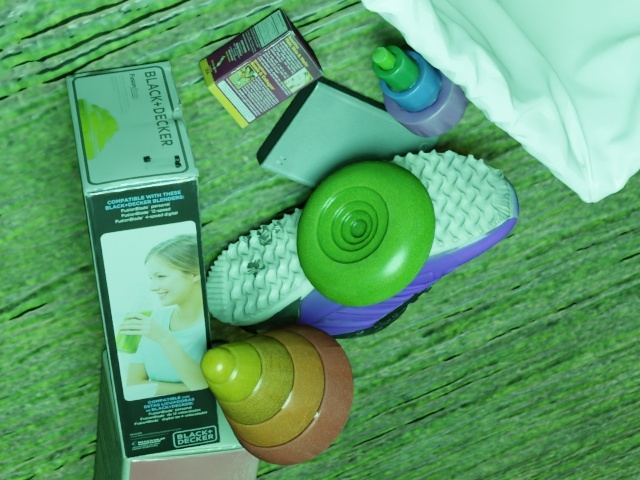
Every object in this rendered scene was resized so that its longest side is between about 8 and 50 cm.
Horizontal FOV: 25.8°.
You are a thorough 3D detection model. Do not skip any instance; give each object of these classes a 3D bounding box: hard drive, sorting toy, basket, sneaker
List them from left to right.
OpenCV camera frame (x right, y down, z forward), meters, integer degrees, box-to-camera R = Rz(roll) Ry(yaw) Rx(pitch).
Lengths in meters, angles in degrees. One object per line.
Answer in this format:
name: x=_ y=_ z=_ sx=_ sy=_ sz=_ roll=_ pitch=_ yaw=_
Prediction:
sorting toy: x=0.000 y=0.000 z=1.124 sx=0.126 sy=0.127 sz=0.365 roll=30 pitch=85 yaw=-55
hard drive: x=0.025 y=-0.082 z=1.229 sx=0.135 sy=0.022 sz=0.094 roll=20 pitch=118 yaw=-31
sneaker: x=0.054 y=0.019 z=1.256 sx=0.293 sy=0.102 sz=0.146 roll=-21 pitch=145 yaw=23
basket: x=0.161 y=-0.272 z=0.944 sx=0.328 sy=0.266 sz=0.331 roll=-45 pitch=129 yaw=11

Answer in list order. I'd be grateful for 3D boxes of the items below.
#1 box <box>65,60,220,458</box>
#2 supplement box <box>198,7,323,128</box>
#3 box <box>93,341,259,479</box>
box: x=-0.145 y=0.019 z=1.160 sx=0.087 sy=0.169 sz=0.290 roll=-8 pitch=131 yaw=-9
supplement box: x=-0.049 y=-0.141 z=1.143 sx=0.083 sy=0.043 sz=0.055 roll=-32 pitch=130 yaw=9
box: x=-0.143 y=0.232 z=1.341 sx=0.127 sy=0.148 sz=0.232 roll=-3 pitch=129 yaw=-17
